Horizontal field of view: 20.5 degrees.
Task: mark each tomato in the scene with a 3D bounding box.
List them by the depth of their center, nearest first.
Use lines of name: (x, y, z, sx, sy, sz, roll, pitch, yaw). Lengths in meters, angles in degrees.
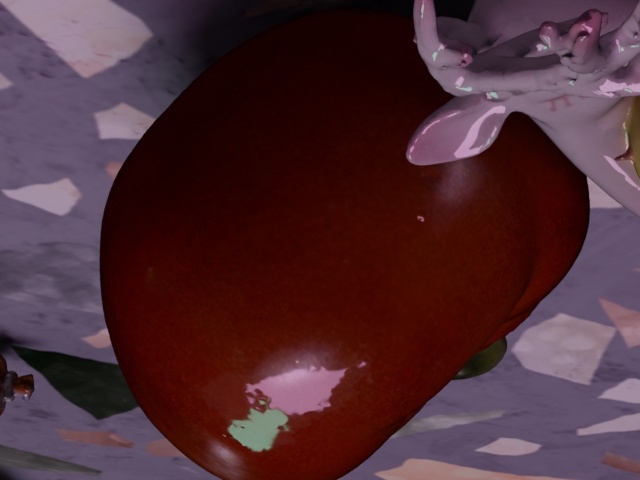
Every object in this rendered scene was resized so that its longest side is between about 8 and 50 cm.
tomato: (0.000, 0.000, 1.009, 0.226, 0.298, 0.298, 50, 147, 4)

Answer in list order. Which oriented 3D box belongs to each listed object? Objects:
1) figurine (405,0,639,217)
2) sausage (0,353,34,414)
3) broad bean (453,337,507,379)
figurine: (0.176, -0.116, 0.822, 0.315, 0.206, 0.284, 9, 159, -19)
sausage: (-0.392, 0.119, 1.474, 0.312, 0.093, 0.093, 2, 153, 8)
broad bean: (0.034, 0.049, 1.272, 0.206, 0.072, 0.153, 2, 146, 10)
